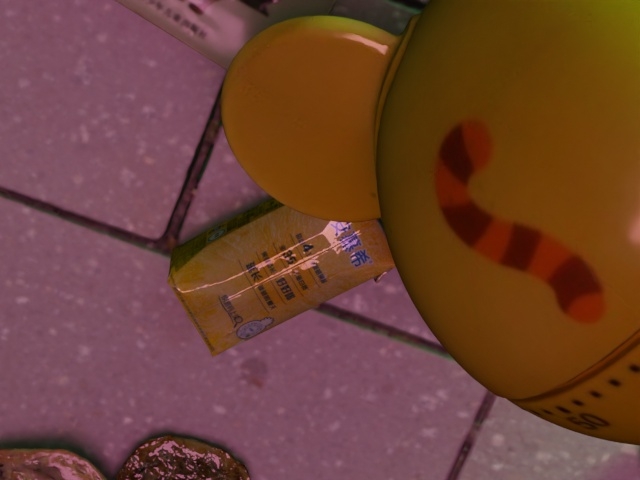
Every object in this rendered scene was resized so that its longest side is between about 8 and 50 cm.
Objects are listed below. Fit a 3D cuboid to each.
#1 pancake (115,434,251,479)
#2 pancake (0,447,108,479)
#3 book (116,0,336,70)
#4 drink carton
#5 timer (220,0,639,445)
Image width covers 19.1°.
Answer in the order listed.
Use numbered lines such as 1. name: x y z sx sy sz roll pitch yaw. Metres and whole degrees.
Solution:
1. pancake: -0.099 0.188 1.364 0.108 0.017 0.108 0 114 0
2. pancake: -0.203 0.212 1.362 0.152 0.025 0.151 2 110 7
3. book: -0.039 -0.306 1.183 0.260 0.043 0.371 32 106 -10
4. drink carton: 0.000 0.000 1.271 0.200 0.074 0.084 -27 107 10
5. timer: 0.169 -0.075 1.111 0.387 0.376 0.376 36 105 -8
